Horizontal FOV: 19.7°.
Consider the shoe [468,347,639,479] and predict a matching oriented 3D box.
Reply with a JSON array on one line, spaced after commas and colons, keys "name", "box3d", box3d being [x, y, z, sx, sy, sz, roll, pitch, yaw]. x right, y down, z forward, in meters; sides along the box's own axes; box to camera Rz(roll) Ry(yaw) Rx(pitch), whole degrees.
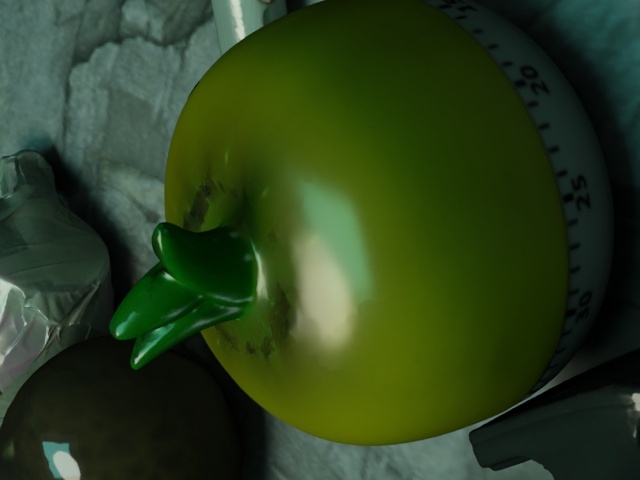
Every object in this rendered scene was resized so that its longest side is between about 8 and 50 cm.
[{"name": "shoe", "box3d": [0.174, 0.111, 1.010, 0.093, 0.108, 0.241, 65, 153, 3]}]

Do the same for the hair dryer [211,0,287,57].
[{"name": "hair dryer", "box3d": [-0.040, -0.174, 1.181, 0.173, 0.107, 0.357, 29, 139, 45]}]

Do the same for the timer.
[{"name": "timer", "box3d": [0.000, 0.000, 1.036, 0.285, 0.285, 0.285, 31, 131, 43]}]

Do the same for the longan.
[{"name": "longan", "box3d": [-0.157, 0.168, 1.425, 0.198, 0.198, 0.212, 36, 131, 39]}]

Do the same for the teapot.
[{"name": "teapot", "box3d": [-0.239, 0.041, 1.542, 0.163, 0.221, 0.178, 22, 125, -2]}]
